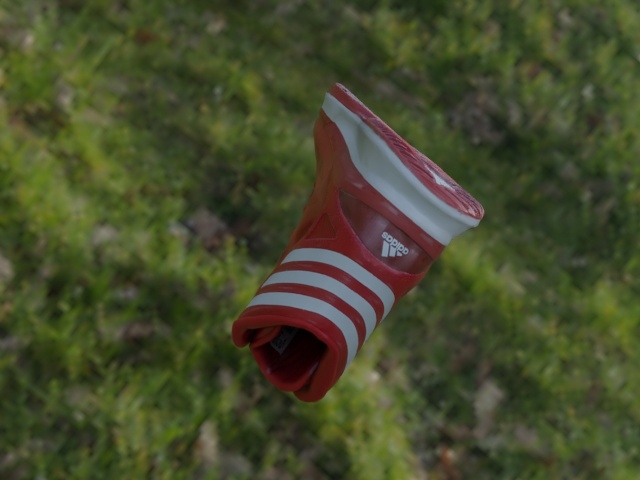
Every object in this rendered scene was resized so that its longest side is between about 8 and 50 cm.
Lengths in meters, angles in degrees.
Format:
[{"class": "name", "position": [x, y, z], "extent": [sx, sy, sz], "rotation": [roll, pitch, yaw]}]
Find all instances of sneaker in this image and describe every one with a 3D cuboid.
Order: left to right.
[{"class": "sneaker", "position": [0.000, 0.000, 0.862], "extent": [0.087, 0.128, 0.221], "rotation": [40, 3, -5]}]
